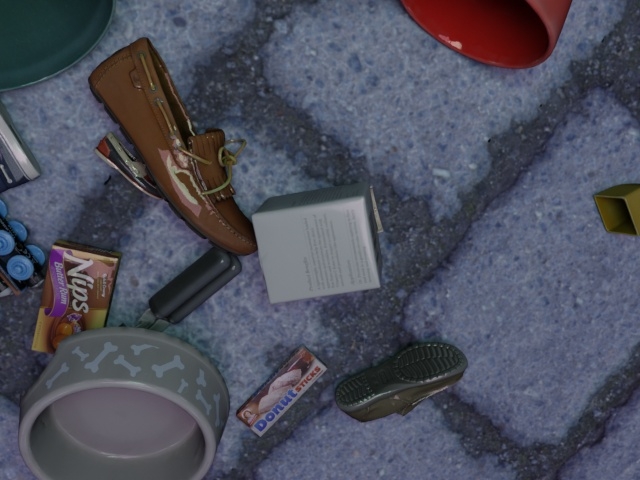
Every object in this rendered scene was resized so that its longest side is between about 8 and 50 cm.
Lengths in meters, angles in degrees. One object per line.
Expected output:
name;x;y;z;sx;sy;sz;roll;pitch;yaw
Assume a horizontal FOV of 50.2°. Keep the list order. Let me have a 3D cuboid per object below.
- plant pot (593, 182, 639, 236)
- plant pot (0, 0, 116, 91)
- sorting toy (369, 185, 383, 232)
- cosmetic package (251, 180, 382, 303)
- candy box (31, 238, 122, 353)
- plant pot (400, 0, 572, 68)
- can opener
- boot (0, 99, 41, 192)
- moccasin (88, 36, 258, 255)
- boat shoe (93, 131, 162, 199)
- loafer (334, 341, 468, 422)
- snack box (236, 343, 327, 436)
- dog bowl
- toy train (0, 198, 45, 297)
plant pot;0.573;-0.065;1.254;0.083;0.081;0.081;-30;104;-12
plant pot;-0.464;-0.374;0.952;0.293;0.293;0.196;-29;77;-2
sorting toy;0.063;-0.050;1.200;0.075;0.045;0.083;-14;103;2
cosmetic package;0.000;0.000;1.122;0.183;0.151;0.151;-8;103;9
candy box;-0.410;0.101;1.153;0.109;0.053;0.187;14;100;-11
plant pot;0.290;-0.441;1.050;0.274;0.275;0.243;32;85;-13
can opener;-0.247;0.123;1.158;0.280;0.074;0.093;-42;61;5
boot;-0.526;-0.166;1.070;0.086;0.069;0.190;-27;106;-5
moccasin;-0.204;-0.144;1.100;0.147;0.139;0.380;-32;95;8
boat shoe;-0.307;-0.121;1.126;0.137;0.049;0.043;40;91;-9
loafer;0.153;0.266;1.263;0.251;0.094;0.087;-20;129;5
snack box;-0.072;0.275;1.254;0.064;0.022;0.178;44;92;-15
dog bowl;-0.323;0.305;1.119;0.348;0.102;0.349;-3;125;-4
toy train;-0.532;0.012;1.106;0.105;0.080;0.184;-31;107;8
